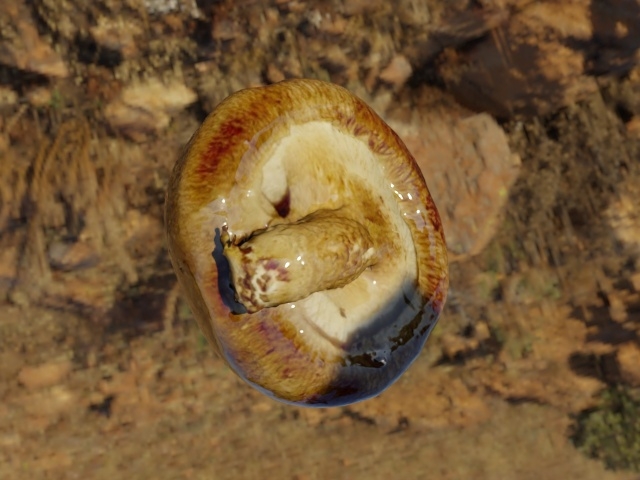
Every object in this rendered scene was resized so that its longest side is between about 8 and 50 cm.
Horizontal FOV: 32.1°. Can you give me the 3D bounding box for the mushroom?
[{"bbox_3d":[0.000,0.000,0.426,0.127,0.127,0.087,0,175,-37],"label":"mushroom"}]
